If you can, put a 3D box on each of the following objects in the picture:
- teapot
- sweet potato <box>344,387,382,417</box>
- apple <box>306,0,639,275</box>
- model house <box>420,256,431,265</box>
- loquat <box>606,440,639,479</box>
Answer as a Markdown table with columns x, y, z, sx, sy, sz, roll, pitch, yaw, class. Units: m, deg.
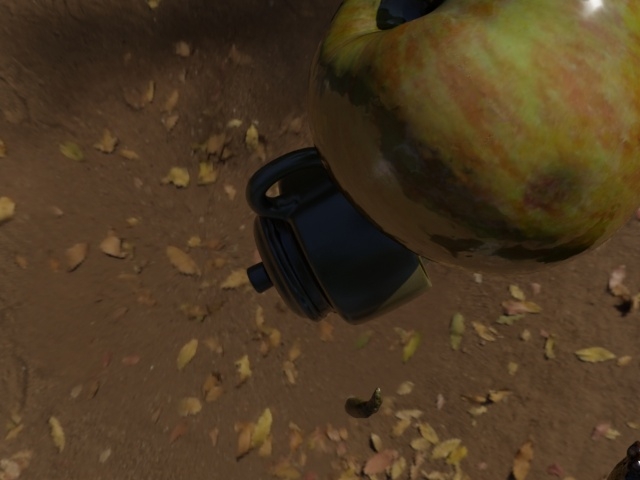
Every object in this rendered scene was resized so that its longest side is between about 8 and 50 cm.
| x | y | z | sx | sy | sz | roll | pitch | yaw | class |
| --- | --- | --- | --- | --- | --- | --- | --- | --- | --- |
| 0.000 | 0.000 | 0.866 | 0.175 | 0.268 | 0.185 | -28 | 51 | 6 | teapot |
| 0.071 | 0.284 | 1.417 | 0.038 | 0.153 | 0.041 | -18 | 80 | -26 | sweet potato |
| 0.131 | -0.100 | 0.593 | 0.264 | 0.264 | 0.264 | 0 | 89 | -8 | apple |
| 0.280 | -0.103 | 1.827 | 0.242 | 0.313 | 0.358 | 48 | 123 | 19 | model house |
| 0.465 | 0.343 | 1.036 | 0.244 | 0.244 | 0.244 | 0 | 89 | -8 | loquat |
